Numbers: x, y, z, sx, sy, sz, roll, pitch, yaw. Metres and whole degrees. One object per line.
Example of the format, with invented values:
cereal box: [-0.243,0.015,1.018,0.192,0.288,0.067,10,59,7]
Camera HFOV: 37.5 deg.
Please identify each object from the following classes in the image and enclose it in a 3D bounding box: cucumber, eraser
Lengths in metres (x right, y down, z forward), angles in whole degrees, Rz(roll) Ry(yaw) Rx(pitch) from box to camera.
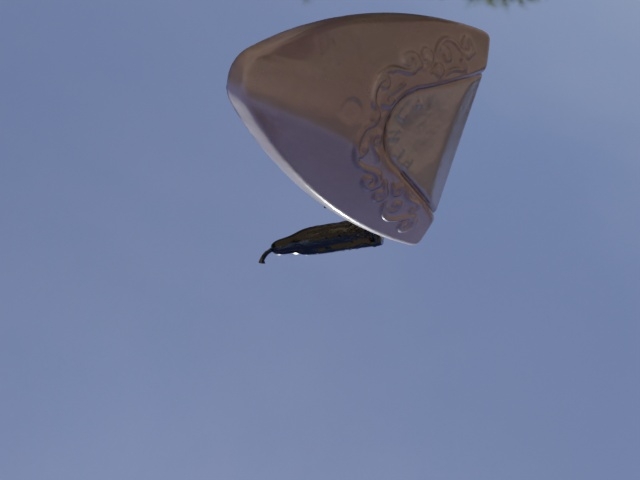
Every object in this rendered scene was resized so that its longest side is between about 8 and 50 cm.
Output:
cucumber: [0.000,0.000,1.192,0.163,0.043,0.039,-7,174,16]
eraser: [0.033,-0.104,0.785,0.243,0.204,0.059,9,-167,-40]
